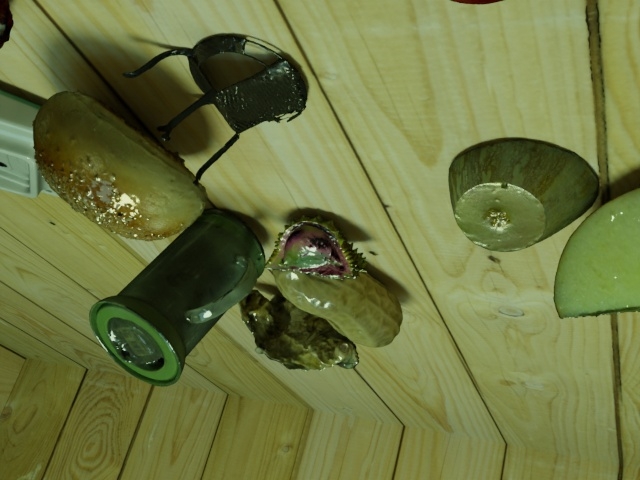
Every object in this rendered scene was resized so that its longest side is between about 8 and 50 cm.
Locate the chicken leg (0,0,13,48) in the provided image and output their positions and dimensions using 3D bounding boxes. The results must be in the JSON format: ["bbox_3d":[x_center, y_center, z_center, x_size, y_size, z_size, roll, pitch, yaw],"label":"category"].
[{"bbox_3d":[-0.481,-0.339,0.910,0.158,0.095,0.407,-10,170,1],"label":"chicken leg"}]

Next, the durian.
[{"bbox_3d":[0.000,-0.003,1.396,0.187,0.119,0.108,6,116,15],"label":"durian"}]

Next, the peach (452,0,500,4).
[{"bbox_3d":[0.124,-0.290,0.527,0.200,0.243,0.243,1,152,17],"label":"peach"}]

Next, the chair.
[{"bbox_3d":[-0.137,-0.199,1.052,0.213,0.149,0.174,-29,146,-3],"label":"chair"}]

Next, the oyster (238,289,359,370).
[{"bbox_3d":[-0.034,0.203,1.689,0.238,0.114,0.351,1,-165,-30],"label":"oyster"}]

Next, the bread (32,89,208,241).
[{"bbox_3d":[-0.315,-0.105,1.169,0.306,0.158,0.305,34,180,0],"label":"bread"}]

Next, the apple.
[{"bbox_3d":[0.488,0.025,1.024,0.254,0.179,0.346,39,151,-17],"label":"apple"}]

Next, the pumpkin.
[{"bbox_3d":[0.281,-0.049,1.092,0.217,0.110,0.217,19,154,9],"label":"pumpkin"}]

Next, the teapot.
[{"bbox_3d":[-0.230,0.086,1.416,0.270,0.337,0.200,-9,120,40],"label":"teapot"}]

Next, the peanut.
[{"bbox_3d":[0.040,0.113,1.536,0.325,0.140,0.153,31,168,-25],"label":"peanut"}]

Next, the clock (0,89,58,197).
[{"bbox_3d":[-0.567,-0.168,1.349,0.231,0.116,0.262,21,156,-12],"label":"clock"}]
